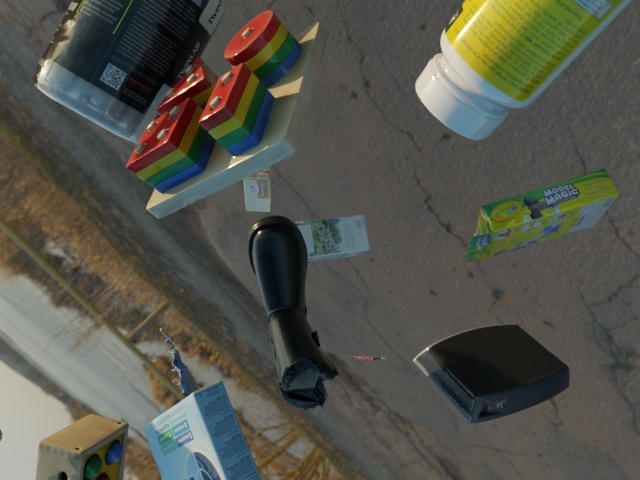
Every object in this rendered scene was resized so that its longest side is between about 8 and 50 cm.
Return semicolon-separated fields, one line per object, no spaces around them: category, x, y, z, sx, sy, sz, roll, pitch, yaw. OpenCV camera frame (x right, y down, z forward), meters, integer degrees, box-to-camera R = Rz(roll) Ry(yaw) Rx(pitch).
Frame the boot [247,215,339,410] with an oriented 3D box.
boot;-0.041;0.112;0.789;0.207;0.094;0.247;-116;17;-51

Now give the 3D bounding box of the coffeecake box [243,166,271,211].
coffeecake box;-0.161;-0.191;1.369;0.068;0.186;0.142;2;149;-4

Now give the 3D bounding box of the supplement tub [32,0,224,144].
supplement tub;-0.297;-0.348;0.856;0.207;0.338;0.207;30;-178;-1

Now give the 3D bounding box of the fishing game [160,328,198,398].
fishing game;-0.283;0.313;1.098;0.264;0.041;0.189;61;167;11

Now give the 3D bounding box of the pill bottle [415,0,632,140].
pill bottle;0.193;-0.205;0.498;0.119;0.119;0.208;40;129;1

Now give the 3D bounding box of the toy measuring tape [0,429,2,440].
toy measuring tape;-0.452;0.162;0.444;0.121;0.122;0.330;16;157;37

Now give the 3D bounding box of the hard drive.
hard drive;0.314;0.224;0.932;0.172;0.254;0.054;47;134;47

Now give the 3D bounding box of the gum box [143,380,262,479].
gum box;-0.123;0.270;0.578;0.157;0.041;0.185;-40;70;42

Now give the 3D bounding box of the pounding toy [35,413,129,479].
pounding toy;-0.393;0.412;0.925;0.094;0.181;0.206;8;-176;14

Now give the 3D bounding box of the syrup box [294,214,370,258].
syrup box;0.000;0.000;1.334;0.096;0.236;0.093;141;121;-71

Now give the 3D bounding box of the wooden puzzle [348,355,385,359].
wooden puzzle;0.106;0.261;1.157;0.083;0.006;0.049;-4;168;34

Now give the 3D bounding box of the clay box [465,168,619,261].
clay box;0.335;-0.033;0.828;0.127;0.221;0.053;64;-169;-66

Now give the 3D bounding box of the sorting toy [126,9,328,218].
sorting toy;-0.133;-0.187;0.707;0.257;0.256;0.089;-19;133;34
